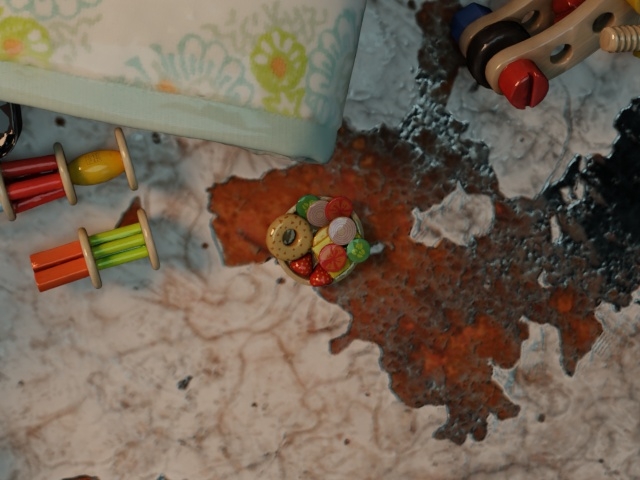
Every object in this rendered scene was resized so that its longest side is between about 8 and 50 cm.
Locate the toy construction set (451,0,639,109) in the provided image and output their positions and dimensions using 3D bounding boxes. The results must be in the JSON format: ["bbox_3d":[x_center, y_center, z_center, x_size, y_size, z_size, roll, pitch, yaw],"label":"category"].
[{"bbox_3d":[0.258,-0.225,0.784,0.237,0.309,0.257,-6,111,-17],"label":"toy construction set"}]

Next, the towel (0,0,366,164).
[{"bbox_3d":[-0.135,-0.240,0.708,0.374,0.090,0.320,11,94,-18],"label":"towel"}]

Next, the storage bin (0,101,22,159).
[{"bbox_3d":[-0.319,-0.118,0.767,0.180,0.084,0.122,-5,103,-13],"label":"storage bin"}]

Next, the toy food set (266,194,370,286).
[{"bbox_3d":[0.000,0.000,0.900,0.082,0.020,0.083,-38,107,-4],"label":"toy food set"}]

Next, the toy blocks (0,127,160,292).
[{"bbox_3d":[-0.215,-0.014,0.828,0.148,0.054,0.123,-15,104,-10],"label":"toy blocks"}]
